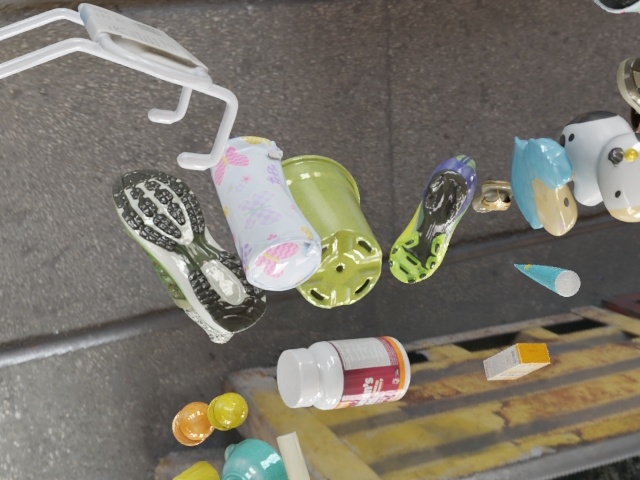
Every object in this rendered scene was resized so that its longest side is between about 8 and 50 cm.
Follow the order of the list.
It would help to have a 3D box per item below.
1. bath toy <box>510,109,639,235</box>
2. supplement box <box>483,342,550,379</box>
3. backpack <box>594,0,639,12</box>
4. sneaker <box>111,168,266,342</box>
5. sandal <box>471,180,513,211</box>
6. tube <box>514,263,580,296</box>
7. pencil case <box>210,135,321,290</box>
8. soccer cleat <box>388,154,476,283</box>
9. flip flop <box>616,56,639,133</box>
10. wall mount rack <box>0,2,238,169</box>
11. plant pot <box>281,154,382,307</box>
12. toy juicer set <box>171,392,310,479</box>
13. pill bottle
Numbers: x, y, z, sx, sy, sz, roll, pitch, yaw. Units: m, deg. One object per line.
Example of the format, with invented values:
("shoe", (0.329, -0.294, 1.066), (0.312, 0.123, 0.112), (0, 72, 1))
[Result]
("bath toy", (0.375, -0.113, 0.806), (0.348, 0.151, 0.129), (-20, 142, -8))
("supplement box", (0.330, 0.205, 1.306), (0.062, 0.098, 0.036), (3, 64, -24))
("backpack", (0.445, -0.428, 1.042), (0.191, 0.253, 0.225), (3, 142, -26))
("sneaker", (-0.279, 0.042, 1.493), (0.158, 0.182, 0.410), (-25, 69, -36))
("sandal", (0.343, -0.078, 1.526), (0.072, 0.180, 0.049), (3, 75, -4))
("tube", (0.482, 0.076, 1.640), (0.080, 0.207, 0.052), (19, 94, -7))
("pencil case", (-0.089, -0.048, 1.216), (0.124, 0.273, 0.113), (-18, 138, -5))
("soccer cleat", (0.211, -0.032, 1.421), (0.121, 0.093, 0.289), (-46, 163, -45))
("flip flop", (0.559, -0.217, 1.322), (0.277, 0.080, 0.112), (24, 61, -41))
("wall mount rack", (-0.262, -0.184, 0.847), (0.304, 0.350, 0.130), (14, 107, -27))
("plant pot", (0.000, 0.000, 1.611), (0.276, 0.254, 0.276), (-11, 124, -17))
("toy juicer set", (-0.098, 0.335, 1.177), (0.089, 0.329, 0.209), (-10, 100, -51))
("pill bottle", (0.041, 0.240, 1.398), (0.221, 0.121, 0.121), (-1, 103, -29))
